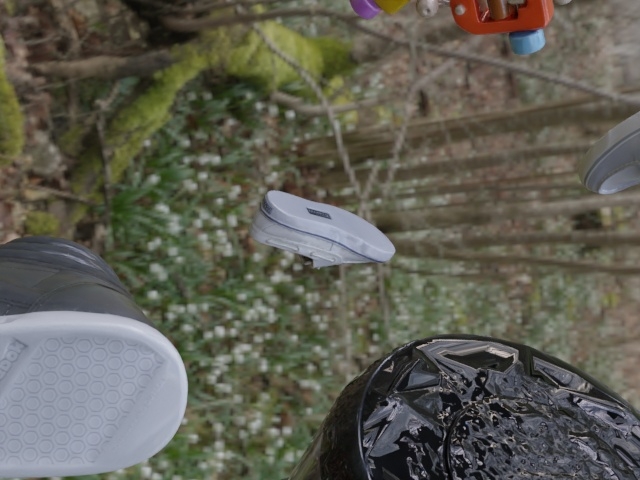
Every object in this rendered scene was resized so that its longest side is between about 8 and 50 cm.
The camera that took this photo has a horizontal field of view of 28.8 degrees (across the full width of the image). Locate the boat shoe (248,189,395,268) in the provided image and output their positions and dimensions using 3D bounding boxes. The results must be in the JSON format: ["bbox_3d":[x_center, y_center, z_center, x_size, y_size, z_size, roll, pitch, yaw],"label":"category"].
[{"bbox_3d":[0.000,0.000,0.771,0.100,0.035,0.035,16,31,-35],"label":"boat shoe"}]

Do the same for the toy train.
[{"bbox_3d":[0.064,-0.177,0.664,0.046,0.125,0.166,-56,132,-48],"label":"toy train"}]

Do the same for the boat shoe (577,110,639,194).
[{"bbox_3d":[0.287,-0.074,0.997,0.066,0.184,0.063,10,58,-45],"label":"boat shoe"}]

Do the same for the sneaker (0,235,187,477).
[{"bbox_3d":[-0.220,0.049,0.609,0.296,0.147,0.104,6,101,-14],"label":"sneaker"}]

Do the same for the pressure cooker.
[{"bbox_3d":[0.098,0.332,1.074,0.376,0.420,0.370,27,34,-1],"label":"pressure cooker"}]
